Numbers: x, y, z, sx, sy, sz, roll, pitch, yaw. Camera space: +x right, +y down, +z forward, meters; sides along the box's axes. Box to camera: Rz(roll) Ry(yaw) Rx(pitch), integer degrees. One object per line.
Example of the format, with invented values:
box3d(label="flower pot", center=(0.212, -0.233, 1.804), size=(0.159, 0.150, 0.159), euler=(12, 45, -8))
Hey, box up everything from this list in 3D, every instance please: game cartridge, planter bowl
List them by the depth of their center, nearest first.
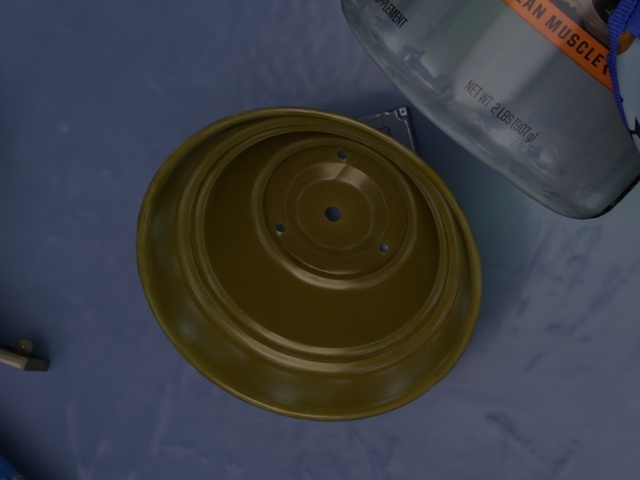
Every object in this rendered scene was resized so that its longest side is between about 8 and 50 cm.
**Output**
box3d(label="planter bowl", center=(0.000, 0.000, 1.030), size=(0.217, 0.090, 0.217), euler=(6, 118, 11))
box3d(label="game cartridge", center=(0.024, -0.052, 1.069), size=(0.083, 0.017, 0.056), euler=(-12, 90, 17))

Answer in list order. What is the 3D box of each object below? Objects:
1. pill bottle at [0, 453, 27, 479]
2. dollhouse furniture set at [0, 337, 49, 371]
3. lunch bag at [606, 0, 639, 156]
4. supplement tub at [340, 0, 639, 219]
box3d(label="pill bottle", center=(-0.298, 0.160, 1.130), size=(0.221, 0.124, 0.124), euler=(42, 106, 8))
box3d(label="dollhouse furniture set", center=(-0.234, -0.003, 1.095), size=(0.123, 0.144, 0.151), euler=(19, 87, 8))
box3d(label="lunch bag", center=(0.339, 0.014, 0.752), size=(0.385, 0.328, 0.239), euler=(25, 103, -26))
box3d(label="supplement tub", center=(0.188, -0.195, 0.905), size=(0.207, 0.207, 0.338), euler=(42, 105, 7))
